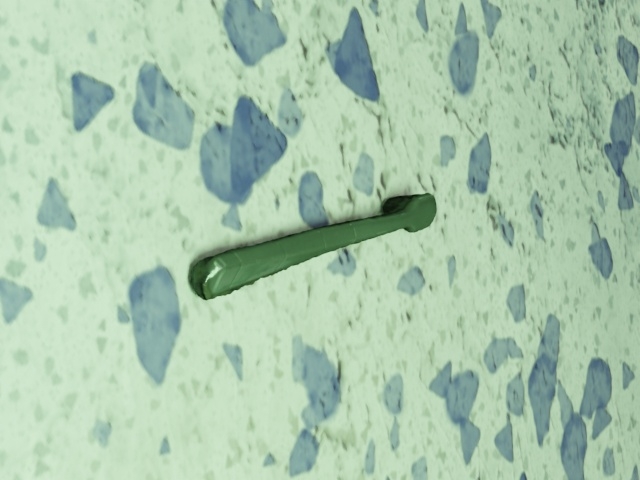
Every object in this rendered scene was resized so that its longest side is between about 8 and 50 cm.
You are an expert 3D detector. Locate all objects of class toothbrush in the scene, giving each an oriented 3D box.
[{"bbox_3d":[0.000,0.000,1.299,0.297,0.030,0.030,-18,111,-56],"label":"toothbrush"}]
